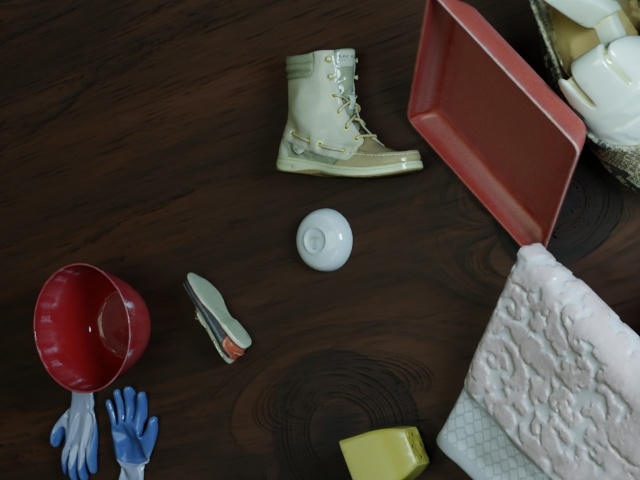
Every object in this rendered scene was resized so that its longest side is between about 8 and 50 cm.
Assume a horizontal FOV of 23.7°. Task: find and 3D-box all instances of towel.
[{"bbox_3d":[0.285,0.220,1.718,0.332,0.053,0.317,47,133,33],"label":"towel"}]

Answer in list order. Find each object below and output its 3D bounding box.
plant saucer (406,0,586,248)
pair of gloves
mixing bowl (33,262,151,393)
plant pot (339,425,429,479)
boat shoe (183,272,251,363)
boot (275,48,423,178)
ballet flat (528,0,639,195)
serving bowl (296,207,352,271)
[{"bbox_3d":[0.206,-0.135,1.764,0.259,0.047,0.258,50,159,22],"label":"plant saucer"},{"bbox_3d":[-0.317,0.283,2.218,0.198,0.023,0.159,6,95,33],"label":"pair of gloves"},{"bbox_3d":[-0.308,0.121,2.160,0.181,0.098,0.181,1,91,33],"label":"mixing bowl"},{"bbox_3d":[0.087,0.272,1.915,0.083,0.081,0.081,-25,77,21],"label":"plant pot"},{"bbox_3d":[-0.148,0.105,2.085,0.043,0.049,0.137,-47,72,28],"label":"boat shoe"},{"bbox_3d":[0.037,-0.161,1.935,0.213,0.077,0.165,6,93,36],"label":"boot"},{"bbox_3d":[0.295,-0.248,1.693,0.164,0.182,0.483,-29,76,25],"label":"ballet flat"},{"bbox_3d":[0.000,0.000,1.993,0.083,0.027,0.083,2,94,34],"label":"serving bowl"}]
